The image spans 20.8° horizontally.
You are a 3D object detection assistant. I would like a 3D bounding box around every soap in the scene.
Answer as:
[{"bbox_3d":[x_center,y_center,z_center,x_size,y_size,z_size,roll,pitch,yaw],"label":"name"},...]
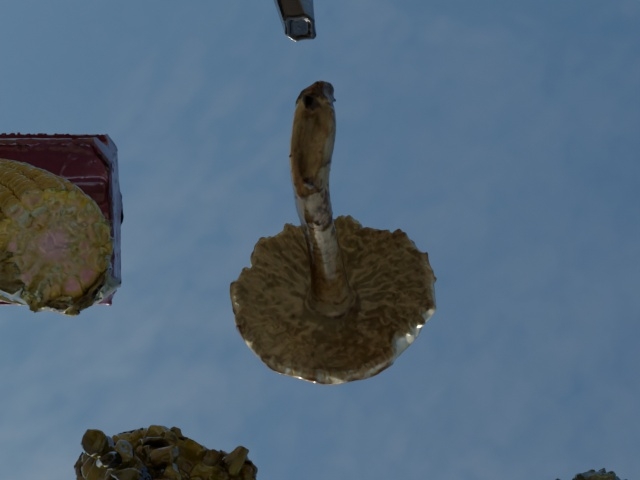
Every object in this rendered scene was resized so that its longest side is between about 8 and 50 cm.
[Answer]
[{"bbox_3d":[-0.313,-0.024,1.631,0.250,0.162,0.099,1,-165,-2],"label":"soap"}]

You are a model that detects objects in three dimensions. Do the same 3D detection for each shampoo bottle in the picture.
[{"bbox_3d":[-0.026,-0.217,1.515,0.027,0.048,0.137,-46,-150,22],"label":"shampoo bottle"}]

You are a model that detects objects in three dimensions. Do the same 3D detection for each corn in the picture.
[{"bbox_3d":[-0.262,-0.003,1.420,0.122,0.123,0.305,-43,-156,-17],"label":"corn"}]

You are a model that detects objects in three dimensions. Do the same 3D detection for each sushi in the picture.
[{"bbox_3d":[-0.153,0.282,1.903,0.167,0.179,0.296,-21,-143,-26],"label":"sushi"}]

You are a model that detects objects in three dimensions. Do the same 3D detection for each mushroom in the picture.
[{"bbox_3d":[-0.022,0.012,1.944,0.208,0.301,0.233,-14,-145,39],"label":"mushroom"}]

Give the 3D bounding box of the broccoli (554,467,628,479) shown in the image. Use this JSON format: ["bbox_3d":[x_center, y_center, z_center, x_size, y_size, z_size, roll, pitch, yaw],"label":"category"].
[{"bbox_3d":[0.255,0.338,1.479,0.288,0.235,0.260,-151,-104,-82],"label":"broccoli"}]
